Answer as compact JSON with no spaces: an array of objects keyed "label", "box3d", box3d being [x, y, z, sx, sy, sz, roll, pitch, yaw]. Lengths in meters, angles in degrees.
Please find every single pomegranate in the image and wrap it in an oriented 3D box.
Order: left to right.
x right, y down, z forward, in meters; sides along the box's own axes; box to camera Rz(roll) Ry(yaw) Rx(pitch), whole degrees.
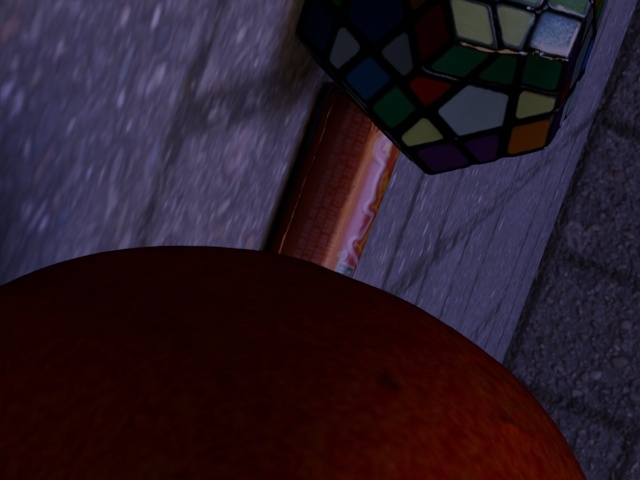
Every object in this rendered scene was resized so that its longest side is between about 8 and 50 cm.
[{"label":"pomegranate","box3d":[-0.040,0.126,0.456,0.257,0.221,0.221,-49,165,-14]}]

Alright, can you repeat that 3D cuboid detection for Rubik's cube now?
[{"label":"Rubik's cube","box3d":[0.057,-0.092,0.777,0.112,0.133,0.133,3,111,-50]}]

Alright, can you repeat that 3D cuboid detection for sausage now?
[{"label":"sausage","box3d":[0.000,0.000,0.865,0.050,0.048,0.145,38,-70,61]}]
